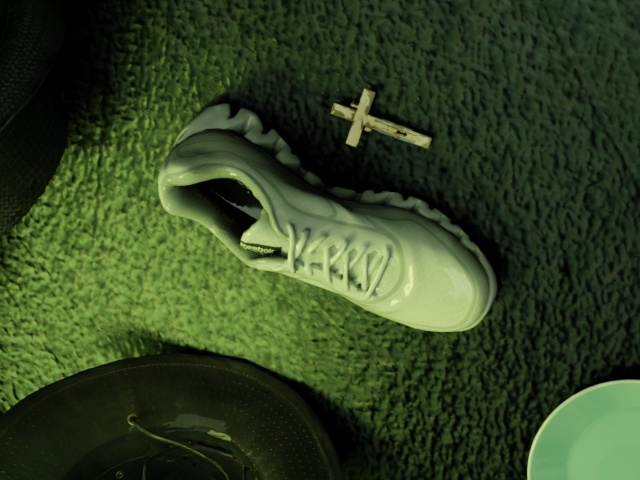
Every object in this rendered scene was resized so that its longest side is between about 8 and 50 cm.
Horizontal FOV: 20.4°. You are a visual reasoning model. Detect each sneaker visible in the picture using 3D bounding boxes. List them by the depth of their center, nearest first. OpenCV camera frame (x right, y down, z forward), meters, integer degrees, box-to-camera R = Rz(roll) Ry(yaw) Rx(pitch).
[{"bbox_3d":[0.000,0.000,1.427,0.292,0.118,0.110,26,114,5],"label":"sneaker"}]

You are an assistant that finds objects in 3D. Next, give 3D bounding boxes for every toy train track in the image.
[{"bbox_3d":[0.049,-0.094,1.432,0.083,0.014,0.048,20,108,3],"label":"toy train track"}]

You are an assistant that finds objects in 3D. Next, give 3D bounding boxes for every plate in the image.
[{"bbox_3d":[0.265,0.197,1.469,0.188,0.024,0.188,6,111,16],"label":"plate"}]

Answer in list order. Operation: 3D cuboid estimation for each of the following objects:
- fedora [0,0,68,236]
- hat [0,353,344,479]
[{"bbox_3d":[-0.324,-0.074,1.444,0.334,0.334,0.152,-16,135,22],"label":"fedora"},{"bbox_3d":[-0.143,0.256,1.533,0.331,0.331,0.134,24,156,7],"label":"hat"}]
